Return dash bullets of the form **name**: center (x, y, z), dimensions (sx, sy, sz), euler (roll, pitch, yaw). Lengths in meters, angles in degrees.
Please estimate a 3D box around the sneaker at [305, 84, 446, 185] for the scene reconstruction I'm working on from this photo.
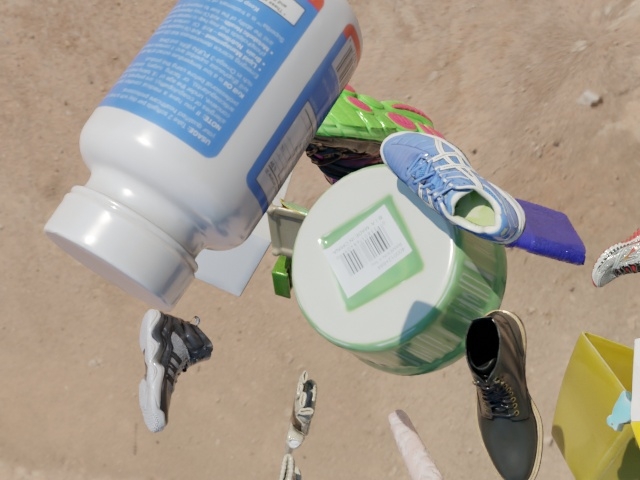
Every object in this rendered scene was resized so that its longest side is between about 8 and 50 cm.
- **sneaker**: center (0.050, -0.181, 1.336), dimensions (0.202, 0.482, 0.185), euler (-54, 48, 27)

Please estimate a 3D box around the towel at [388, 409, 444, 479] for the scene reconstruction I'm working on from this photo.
- **towel**: center (0.231, 0.522, 1.295), dimensions (0.053, 0.332, 0.317), euler (-24, 115, -4)

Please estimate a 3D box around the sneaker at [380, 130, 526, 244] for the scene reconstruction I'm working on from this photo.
- **sneaker**: center (0.161, -0.072, 0.872), dimensions (0.211, 0.081, 0.080), euler (36, 107, 19)

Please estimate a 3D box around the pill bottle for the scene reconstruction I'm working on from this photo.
- **pill bottle**: center (-0.075, -0.072, 0.454), dimensions (0.124, 0.124, 0.222), euler (28, 72, 12)

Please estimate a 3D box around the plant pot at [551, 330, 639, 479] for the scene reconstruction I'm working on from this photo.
- **plant pot**: center (0.496, 0.303, 1.122), dimensions (0.212, 0.212, 0.187), euler (20, 112, -13)

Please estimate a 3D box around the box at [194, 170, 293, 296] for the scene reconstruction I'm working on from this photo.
- **box**: center (-0.210, -0.062, 1.835), dimensions (0.168, 0.345, 0.215), euler (26, 127, -10)

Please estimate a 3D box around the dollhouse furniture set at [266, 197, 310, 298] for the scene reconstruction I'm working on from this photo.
- **dollhouse furniture set**: center (0.000, 0.000, 1.561), dimensions (0.197, 0.151, 0.302), euler (14, 139, 16)

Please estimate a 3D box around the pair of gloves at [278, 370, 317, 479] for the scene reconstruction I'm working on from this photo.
- **pair of gloves**: center (-0.041, 0.349, 1.140), dimensions (0.042, 0.240, 0.204), euler (11, 137, 0)

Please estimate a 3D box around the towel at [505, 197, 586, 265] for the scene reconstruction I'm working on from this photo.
- **towel**: center (0.515, -0.031, 1.820), dimensions (0.308, 0.228, 0.076), euler (13, 123, -9)

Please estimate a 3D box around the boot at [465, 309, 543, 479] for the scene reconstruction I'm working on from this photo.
- **boot**: center (0.191, 0.176, 0.768), dimensions (0.076, 0.137, 0.198), euler (-12, 79, 22)

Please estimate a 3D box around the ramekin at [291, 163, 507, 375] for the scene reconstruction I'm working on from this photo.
- **ramekin**: center (0.103, 0.037, 1.025), dimensions (0.303, 0.148, 0.304), euler (-11, 68, 30)

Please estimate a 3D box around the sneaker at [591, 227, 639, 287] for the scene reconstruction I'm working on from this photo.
- **sneaker**: center (0.776, 0.045, 1.741), dimensions (0.225, 0.088, 0.093), euler (-38, 47, 11)

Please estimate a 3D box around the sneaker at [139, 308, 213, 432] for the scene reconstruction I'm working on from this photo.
- **sneaker**: center (-0.314, 0.282, 1.541), dimensions (0.101, 0.153, 0.269), euler (-42, 49, 52)

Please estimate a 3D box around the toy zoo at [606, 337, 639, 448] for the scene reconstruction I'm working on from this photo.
- **toy zoo**: center (0.460, 0.189, 0.756), dimensions (0.293, 0.030, 0.193), euler (-18, 64, 40)
